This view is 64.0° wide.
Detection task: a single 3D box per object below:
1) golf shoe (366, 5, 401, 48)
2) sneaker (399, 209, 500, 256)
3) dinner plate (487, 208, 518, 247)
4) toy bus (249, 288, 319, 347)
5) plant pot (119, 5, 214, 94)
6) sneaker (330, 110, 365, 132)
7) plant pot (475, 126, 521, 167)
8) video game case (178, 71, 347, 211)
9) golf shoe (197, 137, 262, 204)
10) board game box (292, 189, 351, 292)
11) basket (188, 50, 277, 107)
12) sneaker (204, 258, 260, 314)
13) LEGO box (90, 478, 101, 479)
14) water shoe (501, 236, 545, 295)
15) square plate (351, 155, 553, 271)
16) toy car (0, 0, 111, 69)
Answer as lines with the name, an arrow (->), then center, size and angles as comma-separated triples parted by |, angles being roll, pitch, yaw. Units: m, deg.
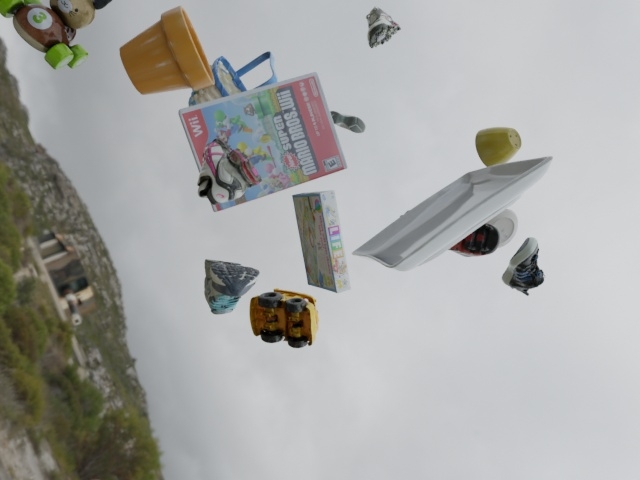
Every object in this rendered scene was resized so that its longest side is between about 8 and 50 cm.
golf shoe -> 0.198, -0.757, 1.809 | 0.105, 0.273, 0.120 | -35, -81, 27
sneaker -> 0.351, -0.016, 1.390 | 0.276, 0.135, 0.097 | 15, -94, 27
dinner plate -> 0.591, -0.036, 1.676 | 0.017, 0.141, 0.141 | -127, -153, -59
toy bus -> -0.082, 0.228, 1.624 | 0.221, 0.211, 0.149 | 6, -74, 28
plant pot -> -0.403, -0.471, 1.328 | 0.205, 0.188, 0.205 | -21, 90, -90
sneaker -> 0.087, -0.419, 1.793 | 0.061, 0.152, 0.053 | -126, -124, -71
plant pot -> 0.557, -0.296, 1.573 | 0.095, 0.134, 0.134 | -20, -87, 50
video game case -> -0.107, -0.196, 1.007 | 0.025, 0.285, 0.203 | -172, -117, -74
golf shoe -> -0.157, -0.104, 0.770 | 0.067, 0.086, 0.186 | 57, -10, -27
board game box -> 0.000, 0.000, 0.808 | 0.103, 0.026, 0.154 | 7, -71, 63
basket -> -0.268, -0.481, 1.623 | 0.201, 0.289, 0.254 | 59, 11, -35
sneaker -> -0.210, 0.116, 1.180 | 0.283, 0.110, 0.122 | -173, -90, -73
LEGO box -> -0.446, 0.741, 0.965 | 0.373, 0.500, 0.193 | -10, -61, 34
water shoe -> 0.460, 0.058, 1.123 | 0.080, 0.073, 0.203 | 36, -13, 21
square plate -> 0.244, -0.044, 1.031 | 0.049, 0.344, 0.347 | 56, -5, -7
toy car -> -0.515, -0.471, 1.038 | 0.155, 0.188, 0.149 | 49, 12, -16
